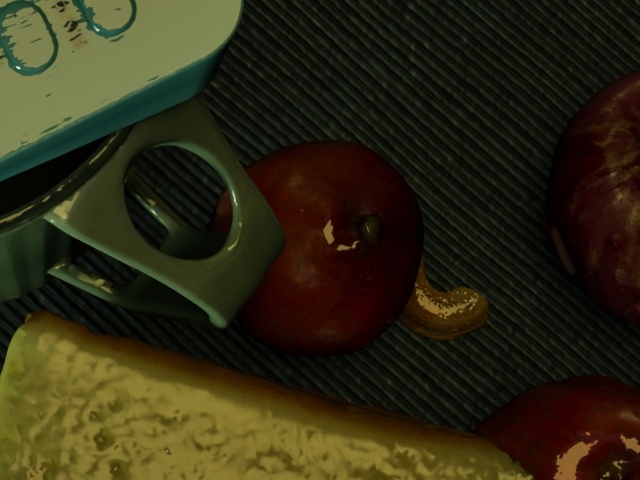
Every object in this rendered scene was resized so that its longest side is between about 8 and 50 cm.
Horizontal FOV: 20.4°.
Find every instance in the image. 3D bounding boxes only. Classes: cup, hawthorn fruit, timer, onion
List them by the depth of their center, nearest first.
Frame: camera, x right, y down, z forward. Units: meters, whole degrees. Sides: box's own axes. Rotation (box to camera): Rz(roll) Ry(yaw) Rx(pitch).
[{"bbox_3d":[-0.193,-0.153,0.966,0.250,0.091,0.232,-27,88,-12],"label":"timer"},{"bbox_3d":[-0.237,-0.074,1.178,0.310,0.392,0.401,-25,82,-10],"label":"cup"},{"bbox_3d":[0.191,0.183,1.284,0.189,0.189,0.189,1,78,-6],"label":"hawthorn fruit"},{"bbox_3d":[0.000,0.000,1.294,0.169,0.188,0.169,5,72,-15],"label":"hawthorn fruit"},{"bbox_3d":[0.259,-0.033,1.341,0.200,0.200,0.207,-1,91,-6],"label":"onion"}]

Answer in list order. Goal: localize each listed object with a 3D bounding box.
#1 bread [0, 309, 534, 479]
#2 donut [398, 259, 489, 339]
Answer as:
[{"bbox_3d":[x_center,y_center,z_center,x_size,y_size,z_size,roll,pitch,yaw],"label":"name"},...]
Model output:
[{"bbox_3d":[-0.053,0.210,1.190,0.361,0.245,0.233,14,80,3],"label":"bread"},{"bbox_3d":[0.087,0.037,1.372,0.067,0.038,0.083,-22,83,-7],"label":"donut"}]
